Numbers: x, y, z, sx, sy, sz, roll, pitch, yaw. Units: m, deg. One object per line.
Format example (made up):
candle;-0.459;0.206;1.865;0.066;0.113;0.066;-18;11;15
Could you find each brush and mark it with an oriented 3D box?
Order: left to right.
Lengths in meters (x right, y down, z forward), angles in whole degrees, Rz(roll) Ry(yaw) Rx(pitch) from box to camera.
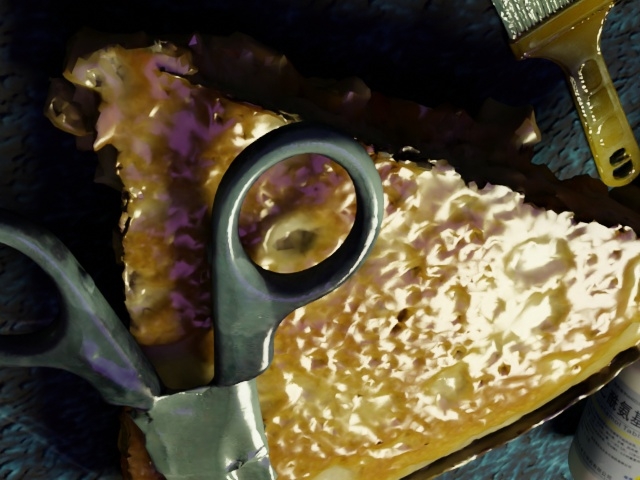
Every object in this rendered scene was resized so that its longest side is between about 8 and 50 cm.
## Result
brush;0.173;-0.105;0.893;0.082;0.010;0.218;-33;135;-1

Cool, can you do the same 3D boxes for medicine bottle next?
medicine bottle;0.263;0.118;1.061;0.103;0.103;0.187;-6;129;-25

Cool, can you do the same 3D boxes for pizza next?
pizza;0.000;0.000;0.816;0.440;0.130;0.406;-30;126;7

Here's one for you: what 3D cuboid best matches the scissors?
scissors;-0.057;0.117;0.785;0.256;0.029;0.383;-15;122;4
